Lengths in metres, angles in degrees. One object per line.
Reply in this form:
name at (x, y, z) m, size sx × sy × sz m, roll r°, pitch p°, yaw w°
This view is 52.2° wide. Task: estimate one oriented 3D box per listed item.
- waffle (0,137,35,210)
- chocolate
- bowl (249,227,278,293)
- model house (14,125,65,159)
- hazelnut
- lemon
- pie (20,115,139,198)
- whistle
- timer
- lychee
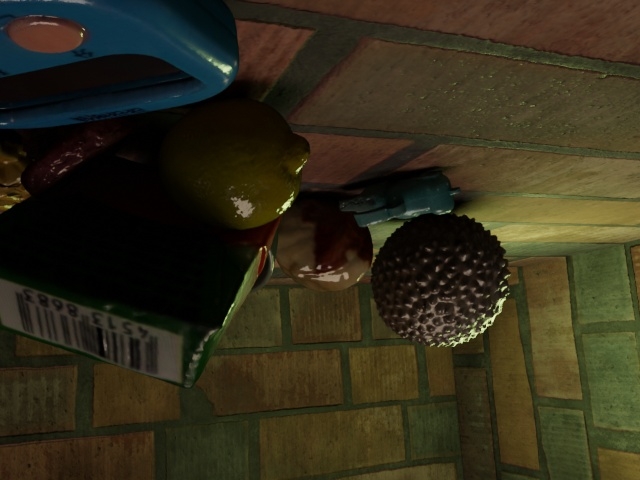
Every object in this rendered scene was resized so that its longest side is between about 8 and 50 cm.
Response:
waffle at (-0.621, -0.105, 1.057) m, size 0.379 × 0.095 × 0.382 m, roll 0°, pitch 172°, yaw -29°
chocolate at (-0.267, 0.031, 0.981) m, size 0.360 × 0.161 × 0.341 m, roll 17°, pitch -148°, yaw 6°
bowl at (-0.196, -0.044, 1.249) m, size 0.289 × 0.146 × 0.289 m, roll 14°, pitch 137°, yaw 13°
model house at (-0.403, -0.153, 0.928) m, size 0.058 × 0.057 × 0.083 m, roll -5°, pitch 173°, yaw -35°
hazelnut at (0.000, 0.000, 1.570) m, size 0.261 × 0.241 × 0.261 m, roll 15°, pitch 150°, yaw 9°
lemon at (-0.132, -0.106, 0.924) m, size 0.248 × 0.184 × 0.184 m, roll -3°, pitch 172°, yaw 25°
pie at (-0.338, -0.123, 0.917) m, size 0.182 × 0.049 × 0.182 m, roll -33°, pitch -169°, yaw 7°
whistle at (0.167, -0.092, 1.396) m, size 0.274 × 0.093 × 0.186 m, roll -6°, pitch -163°, yaw 31°
timer at (-0.259, -0.182, 0.571) m, size 0.340 × 0.115 × 0.309 m, roll -6°, pitch 176°, yaw 15°
lychee at (0.328, 0.098, 1.797) m, size 0.380 × 0.380 × 0.432 m, roll -3°, pitch 144°, yaw -5°
